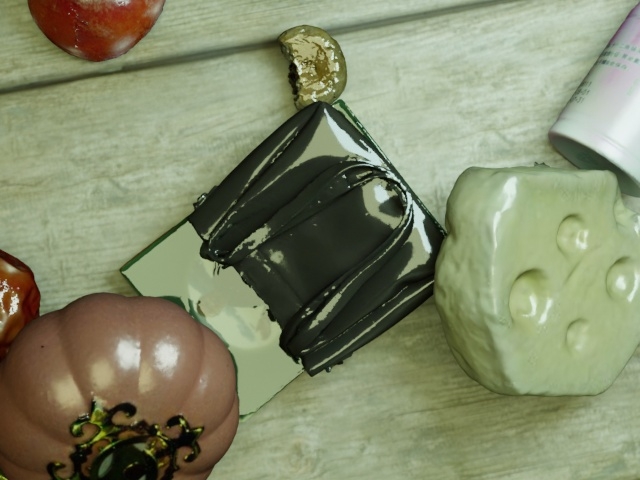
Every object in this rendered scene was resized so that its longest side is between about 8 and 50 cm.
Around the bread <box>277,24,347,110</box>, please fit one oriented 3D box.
[{"bbox_3d":[-0.007,-0.226,1.583,0.082,0.060,0.113,-11,91,-1],"label":"bread"}]

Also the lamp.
[{"bbox_3d":[-0.250,0.190,1.467,0.305,0.240,0.305,-7,126,-10],"label":"lamp"}]

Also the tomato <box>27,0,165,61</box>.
[{"bbox_3d":[-0.290,-0.333,1.558,0.173,0.099,0.189,33,86,1],"label":"tomato"}]

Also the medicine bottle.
[{"bbox_3d":[0.423,-0.199,1.548,0.152,0.152,0.254,35,88,0],"label":"medicine bottle"}]

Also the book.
[{"bbox_3d":[-0.040,0.026,1.587,0.371,0.043,0.260,-37,88,-4],"label":"book"}]

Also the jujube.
[{"bbox_3d":[-0.451,0.127,1.506,0.174,0.174,0.250,27,90,-1],"label":"jujube"}]

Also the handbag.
[{"bbox_3d":[0.000,0.000,1.519,0.257,0.113,0.285,-39,89,3],"label":"handbag"}]

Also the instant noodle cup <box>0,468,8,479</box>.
[{"bbox_3d":[-0.422,0.346,1.511,0.204,0.153,0.205,0,88,-3],"label":"instant noodle cup"}]

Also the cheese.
[{"bbox_3d":[0.277,0.039,1.488,0.318,0.115,0.326,-45,118,-24],"label":"cheese"}]
